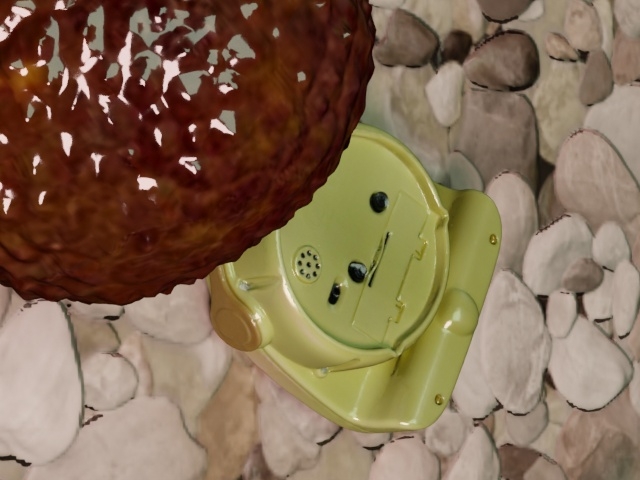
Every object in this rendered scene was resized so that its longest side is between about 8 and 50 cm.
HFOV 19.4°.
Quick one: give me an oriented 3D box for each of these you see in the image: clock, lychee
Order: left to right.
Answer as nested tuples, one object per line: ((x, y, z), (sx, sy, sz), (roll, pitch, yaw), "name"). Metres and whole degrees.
((-0.103, -0.099, 0.916), (0.260, 0.260, 0.260), (6, 81, -39), "lychee")
((0.000, 0.000, 1.110), (0.232, 0.069, 0.170), (35, 64, -31), "clock")
